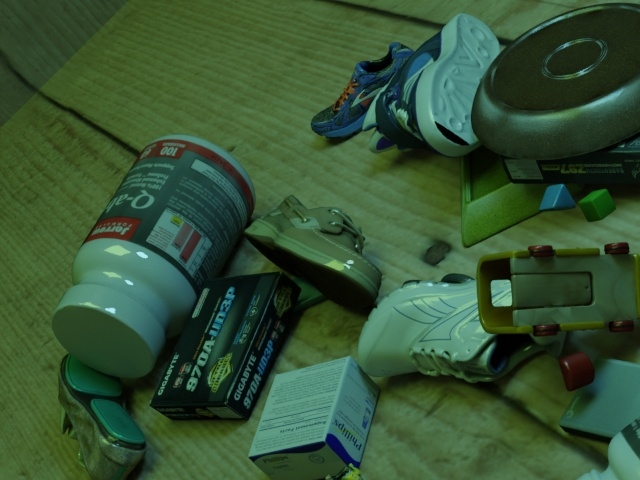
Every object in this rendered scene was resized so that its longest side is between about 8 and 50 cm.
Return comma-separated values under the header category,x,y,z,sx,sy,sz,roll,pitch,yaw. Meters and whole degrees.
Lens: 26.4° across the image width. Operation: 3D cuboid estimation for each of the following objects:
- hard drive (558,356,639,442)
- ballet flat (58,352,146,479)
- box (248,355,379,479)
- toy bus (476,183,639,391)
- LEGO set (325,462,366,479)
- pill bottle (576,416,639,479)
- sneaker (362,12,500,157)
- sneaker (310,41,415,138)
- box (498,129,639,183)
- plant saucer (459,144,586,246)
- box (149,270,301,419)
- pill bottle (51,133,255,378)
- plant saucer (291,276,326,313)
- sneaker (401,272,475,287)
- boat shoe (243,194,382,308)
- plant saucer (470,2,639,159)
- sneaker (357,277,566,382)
category,x,y,z,sx,sy,sz,roll,pitch,yaw
hard drive,0.329,0.174,1.455,0.135,0.022,0.094,6,55,53
ballet flat,-0.344,0.269,2.051,0.106,0.107,0.316,-67,25,13
box,-0.007,0.229,1.727,0.126,0.072,0.137,-18,37,35
toy bus,0.271,0.055,1.518,0.191,0.202,0.104,-49,15,-19
LEGO set,0.035,0.353,1.275,0.331,0.255,0.192,-28,-14,-43
pill bottle,0.365,0.204,1.236,0.283,0.161,0.161,-38,30,7
sneaker,0.149,-0.170,1.992,0.236,0.130,0.323,-47,17,38
sneaker,0.071,-0.250,2.240,0.221,0.087,0.083,-35,30,12
box,0.367,-0.151,1.742,0.232,0.059,0.183,2,45,36
plant saucer,0.262,-0.101,1.866,0.188,0.045,0.188,-27,34,24
box,-0.137,0.153,1.977,0.175,0.051,0.220,-7,51,45
pill bottle,-0.259,0.023,2.135,0.210,0.210,0.363,-14,37,40
plant saucer,-0.019,0.073,1.999,0.192,0.018,0.067,-25,34,26
sneaker,0.132,0.094,1.765,0.170,0.051,0.089,-8,44,51
boat shoe,0.000,0.000,1.931,0.110,0.121,0.341,-48,29,-9
plant saucer,0.333,-0.219,1.761,0.310,0.050,0.311,-20,34,14
sneaker,0.166,0.113,1.647,0.297,0.111,0.129,-23,40,31
